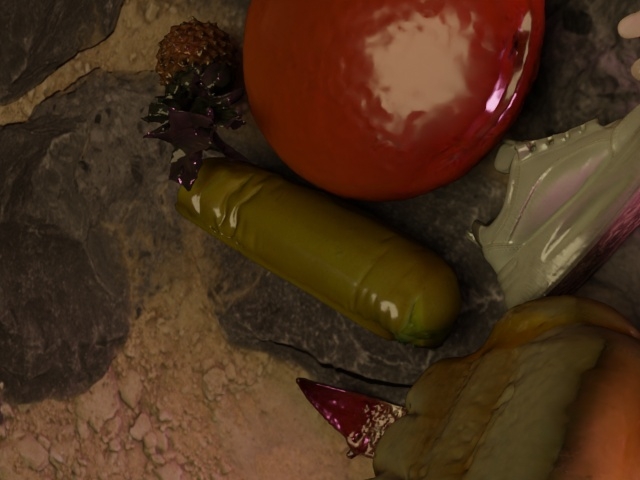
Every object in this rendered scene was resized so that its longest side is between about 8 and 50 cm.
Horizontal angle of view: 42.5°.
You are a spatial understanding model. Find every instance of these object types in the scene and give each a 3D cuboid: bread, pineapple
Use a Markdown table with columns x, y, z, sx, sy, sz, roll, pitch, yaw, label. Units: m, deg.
| x | y | z | sx | sy | sz | roll | pitch | yaw | label |
| --- | --- | --- | --- | --- | --- | --- | --- | --- | --- |
| 0.188 | 0.216 | 0.727 | 0.210 | 0.341 | 0.300 | 44 | 139 | -13 | bread |
| 0.000 | 0.000 | 0.967 | 0.383 | 0.166 | 0.112 | 29 | 95 | 29 | bread |
| -0.144 | -0.175 | 1.009 | 0.119 | 0.130 | 0.277 | -60 | 22 | 29 | pineapple |

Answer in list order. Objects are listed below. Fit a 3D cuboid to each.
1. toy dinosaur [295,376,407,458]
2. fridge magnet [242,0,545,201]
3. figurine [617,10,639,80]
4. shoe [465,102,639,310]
| x | y | z | sx | sy | sz | roll | pitch | yaw | label |
| --- | --- | --- | --- | --- | --- | --- | --- | --- | --- |
| 0.117 | 0.256 | 0.929 | 0.206 | 0.113 | 0.327 | -42 | 68 | 24 | toy dinosaur |
| 0.072 | -0.223 | 0.918 | 0.363 | 0.155 | 0.364 | 1 | 91 | 32 | fridge magnet |
| 0.385 | -0.216 | 0.758 | 0.195 | 0.102 | 0.111 | -15 | 96 | 35 | figurine |
| 0.254 | -0.070 | 0.826 | 0.159 | 0.124 | 0.316 | 48 | 122 | 27 | shoe |
